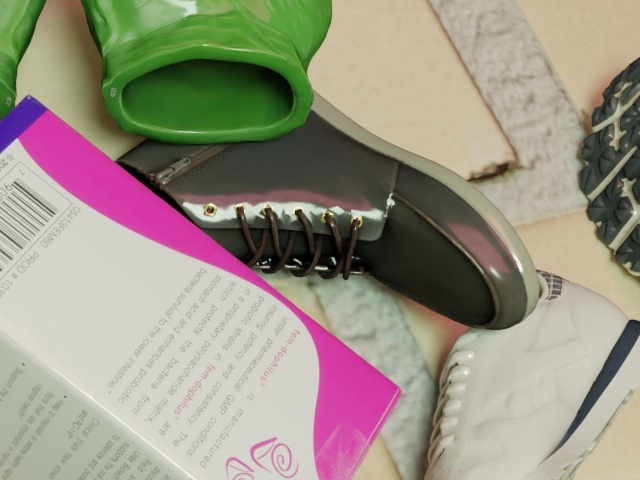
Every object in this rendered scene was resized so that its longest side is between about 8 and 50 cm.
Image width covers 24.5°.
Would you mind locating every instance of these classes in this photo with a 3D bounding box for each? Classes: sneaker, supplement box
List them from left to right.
[{"bbox_3d":[-0.092,0.060,0.672,0.220,0.114,0.111,38,48,-1],"label":"supplement box"},{"bbox_3d":[0.000,0.000,0.782,0.222,0.083,0.118,34,52,18],"label":"sneaker"},{"bbox_3d":[0.095,0.102,0.784,0.095,0.090,0.235,36,44,12],"label":"sneaker"},{"bbox_3d":[0.260,0.009,0.937,0.122,0.110,0.283,10,56,-46],"label":"sneaker"}]

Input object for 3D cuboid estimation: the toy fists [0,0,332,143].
[{"bbox_3d":[-0.132,-0.132,0.752,0.279,0.096,0.142,-1,55,-7],"label":"toy fists"}]
